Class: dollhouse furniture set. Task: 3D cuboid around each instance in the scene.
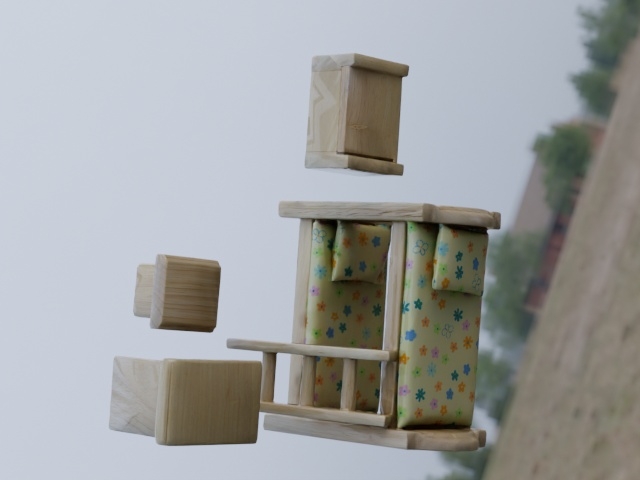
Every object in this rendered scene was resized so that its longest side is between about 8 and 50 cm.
[{"bbox_3d":[0.000,0.000,0.786,0.161,0.101,0.182,5,-92,-47],"label":"dollhouse furniture set"}]
